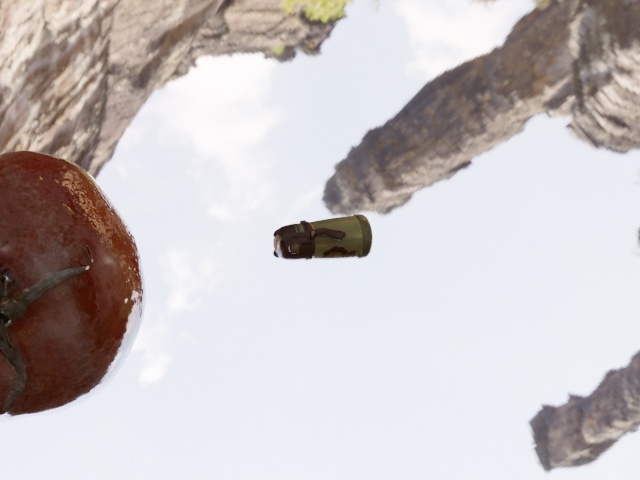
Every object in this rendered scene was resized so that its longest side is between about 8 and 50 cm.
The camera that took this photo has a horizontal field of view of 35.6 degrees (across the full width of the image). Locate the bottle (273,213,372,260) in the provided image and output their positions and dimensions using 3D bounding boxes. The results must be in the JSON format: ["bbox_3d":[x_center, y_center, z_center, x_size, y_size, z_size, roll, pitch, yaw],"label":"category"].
[{"bbox_3d":[0.000,0.001,1.017,0.101,0.063,0.047,-6,-134,-19],"label":"bottle"}]

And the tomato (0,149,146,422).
[{"bbox_3d":[-0.254,0.038,0.826,0.232,0.232,0.188,30,-163,-12],"label":"tomato"}]
